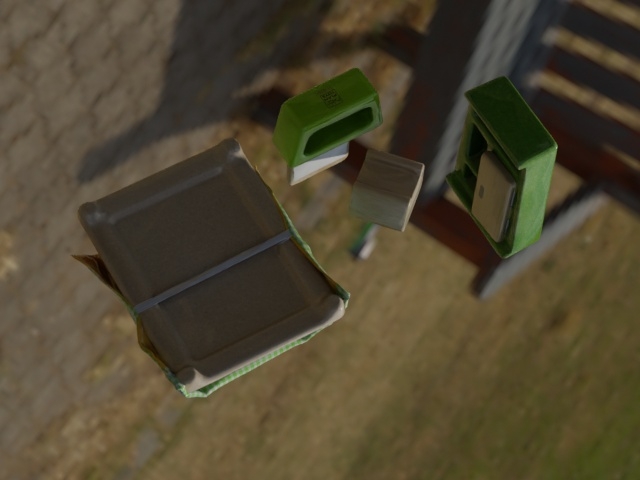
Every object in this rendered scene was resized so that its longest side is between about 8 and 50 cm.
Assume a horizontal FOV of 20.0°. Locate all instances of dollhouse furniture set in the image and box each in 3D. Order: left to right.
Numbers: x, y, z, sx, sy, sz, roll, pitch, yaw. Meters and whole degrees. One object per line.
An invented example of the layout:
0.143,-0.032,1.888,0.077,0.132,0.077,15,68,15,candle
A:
0.000,0.000,0.583,0.151,0.076,0.058,-27,154,-17,dollhouse furniture set
